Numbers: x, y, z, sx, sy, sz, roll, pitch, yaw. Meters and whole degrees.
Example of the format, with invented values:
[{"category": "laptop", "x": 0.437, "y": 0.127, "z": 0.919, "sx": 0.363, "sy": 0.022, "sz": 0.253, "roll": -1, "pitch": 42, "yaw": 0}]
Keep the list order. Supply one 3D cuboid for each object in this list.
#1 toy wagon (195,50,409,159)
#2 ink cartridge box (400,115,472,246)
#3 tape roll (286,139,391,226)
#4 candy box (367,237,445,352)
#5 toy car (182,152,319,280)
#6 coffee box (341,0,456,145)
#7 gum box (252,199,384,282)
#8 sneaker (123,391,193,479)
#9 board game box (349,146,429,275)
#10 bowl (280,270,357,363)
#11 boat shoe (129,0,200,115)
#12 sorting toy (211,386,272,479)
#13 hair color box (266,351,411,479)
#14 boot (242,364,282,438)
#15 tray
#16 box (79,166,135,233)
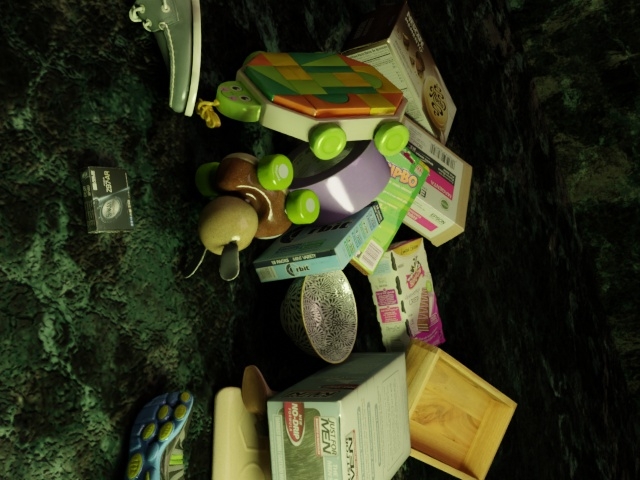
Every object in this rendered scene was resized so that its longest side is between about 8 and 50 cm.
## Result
[{"category": "toy wagon", "x": -0.028, "y": -0.225, "z": 1.246, "sx": 0.344, "sy": 0.267, "sz": 0.068, "roll": -7, "pitch": 130, "yaw": -32}, {"category": "ink cartridge box", "x": 0.205, "y": -0.131, "z": 1.660, "sx": 0.235, "sy": 0.088, "sz": 0.193, "roll": 32, "pitch": 50, "yaw": -23}, {"category": "tape roll", "x": 0.019, "y": -0.112, "z": 1.328, "sx": 0.080, "sy": 0.189, "sz": 0.189, "roll": 61, "pitch": 36, "yaw": -29}, {"category": "candy box", "x": 0.177, "y": 0.122, "z": 1.620, "sx": 0.159, "sy": 0.071, "sz": 0.233, "roll": -19, "pitch": 96, "yaw": -58}, {"category": "toy car", "x": -0.119, "y": -0.017, "z": 1.127, "sx": 0.149, "sy": 0.155, "sz": 0.188, "roll": 51, "pitch": 51, "yaw": -37}, {"category": "coffee box", "x": 0.179, "y": -0.348, "z": 1.726, "sx": 0.297, "sy": 0.119, "sz": 0.168, "roll": 58, "pitch": 38, "yaw": -31}, {"category": "gum box", "x": 0.000, "y": 0.000, "z": 1.294, "sx": 0.184, "sy": 0.157, "sz": 0.041, "roll": -48, "pitch": 122, "yaw": -53}, {"category": "sneaker", "x": -0.203, "y": 0.277, "z": 0.984, "sx": 0.078, "sy": 0.067, "sz": 0.188, "roll": 73, "pitch": 23, "yaw": -53}, {"category": "board game box", "x": 0.109, "y": -0.073, "z": 1.499, "sx": 0.124, "sy": 0.039, "sz": 0.259, "roll": 40, "pitch": 69, "yaw": -21}, {"category": "bowl", "x": -0.014, "y": 0.123, "z": 1.305, "sx": 0.170, "sy": 0.080, "sz": 0.170, "roll": 24, "pitch": 61, "yaw": -53}, {"category": "boat shoe", "x": -0.226, "y": -0.337, "z": 1.128, "sx": 0.099, "sy": 0.116, "sz": 0.319, "roll": -3, "pitch": 90, "yaw": -15}, {"category": "sorting toy", "x": -0.087, "y": 0.325, "z": 1.173, "sx": 0.208, "sy": 0.038, "sz": 0.193, "roll": 21, "pitch": 62, "yaw": -49}, {"category": "hair color box", "x": 0.043, "y": 0.297, "z": 1.226, "sx": 0.374, "sy": 0.114, "sz": 0.185, "roll": -6, "pitch": 93, "yaw": -71}, {"category": "boot", "x": -0.072, "y": 0.238, "z": 1.159, "sx": 0.087, "sy": 0.042, "sz": 0.118, "roll": -2, "pitch": 81, "yaw": -61}, {"category": "tray", "x": 0.262, "y": 0.364, "z": 1.613, "sx": 0.411, "sy": 0.076, "sz": 0.203, "roll": 37, "pitch": 76, "yaw": -47}, {"category": "box", "x": -0.273, "y": -0.051, "z": 1.004, "sx": 0.067, "sy": 0.018, "sz": 0.083, "roll": -2, "pitch": 82, "yaw": -59}]
